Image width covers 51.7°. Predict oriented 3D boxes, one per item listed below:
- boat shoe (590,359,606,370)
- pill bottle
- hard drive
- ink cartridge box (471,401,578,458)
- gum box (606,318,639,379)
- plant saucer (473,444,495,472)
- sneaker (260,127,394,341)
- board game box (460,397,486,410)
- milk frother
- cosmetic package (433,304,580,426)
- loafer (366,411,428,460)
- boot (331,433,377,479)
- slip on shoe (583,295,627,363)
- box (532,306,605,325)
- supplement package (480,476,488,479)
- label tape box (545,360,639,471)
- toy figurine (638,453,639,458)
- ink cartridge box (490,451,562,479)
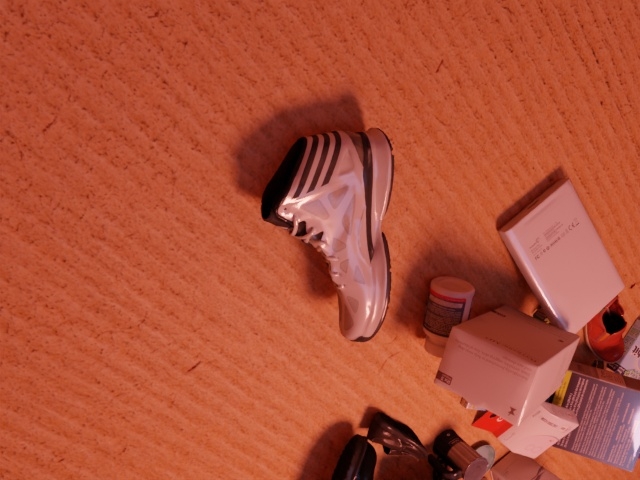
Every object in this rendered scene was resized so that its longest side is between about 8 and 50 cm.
[{"bbox_3d":[0.810,0.468,2.039,0.081,0.068,0.228,-16,127,-75],"label":"boat shoe"},{"bbox_3d":[0.306,0.188,1.602,0.108,0.108,0.180,-4,112,-30],"label":"pill bottle"},{"bbox_3d":[0.631,0.049,1.715,0.233,0.047,0.353,-38,106,-13],"label":"hard drive"},{"bbox_3d":[0.577,0.524,1.863,0.232,0.066,0.189,19,126,-26],"label":"ink cartridge box"},{"bbox_3d":[1.027,0.366,2.149,0.157,0.041,0.184,31,92,-36],"label":"gum box"},{"bbox_3d":[0.462,0.647,1.939,0.119,0.021,0.119,-13,116,-27],"label":"plant saucer"},{"bbox_3d":[0.000,-0.001,1.333,0.257,0.169,0.448,-4,104,-20],"label":"sneaker"},{"bbox_3d":[0.460,0.396,1.830,0.103,0.026,0.154,15,101,-34],"label":"board game box"},{"bbox_3d":[0.372,0.620,1.804,0.129,0.134,0.143,-34,123,-14],"label":"milk frother"},{"bbox_3d":[0.457,0.284,1.588,0.385,0.217,0.156,-4,114,-58],"label":"cosmetic package"},{"bbox_3d":[0.191,0.513,1.696,0.078,0.080,0.220,-47,121,6],"label":"loafer"},{"bbox_3d":[0.145,0.668,1.609,0.260,0.131,0.348,16,86,-8],"label":"boot"},{"bbox_3d":[0.857,0.260,1.967,0.123,0.101,0.331,-39,126,-14],"label":"slip on shoe"},{"bbox_3d":[0.689,0.197,1.837,0.179,0.105,0.043,-26,120,-19],"label":"box"},{"bbox_3d":[0.417,0.803,1.907,0.244,0.134,0.139,-1,110,-31],"label":"supplement package"},{"bbox_3d":[0.776,0.499,1.957,0.115,0.347,0.249,-30,134,-69],"label":"label tape box"},{"bbox_3d":[1.012,0.601,2.041,0.217,0.362,0.191,2,102,-34],"label":"toy figurine"},{"bbox_3d":[0.657,0.781,1.952,0.117,0.283,0.207,-32,123,-21],"label":"ink cartridge box"}]
